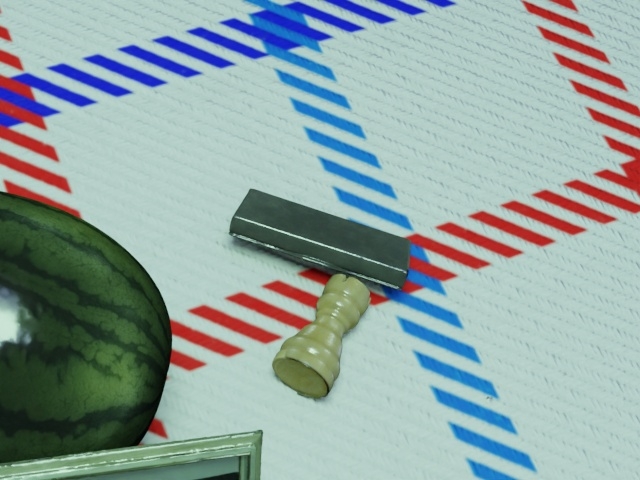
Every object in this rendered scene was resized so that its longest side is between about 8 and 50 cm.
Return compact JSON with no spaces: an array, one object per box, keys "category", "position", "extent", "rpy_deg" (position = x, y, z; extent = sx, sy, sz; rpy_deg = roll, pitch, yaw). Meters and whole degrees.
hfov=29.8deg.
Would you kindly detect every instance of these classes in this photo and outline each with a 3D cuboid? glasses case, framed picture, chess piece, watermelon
[{"category":"glasses case","position":[0.001,0.001,1.268],"extent":[0.191,0.042,0.072],"rpy_deg":[18,24,0]},{"category":"framed picture","position":[-0.193,0.258,1.017],"extent":[0.293,0.231,0.018],"rpy_deg":[-6,41,-12]},{"category":"chess piece","position":[0.007,0.095,1.223],"extent":[0.066,0.066,0.122],"rpy_deg":[29,57,6]},{"category":"watermelon","position":[-0.312,0.088,1.049],"extent":[0.360,0.279,0.278],"rpy_deg":[16,62,1]}]
